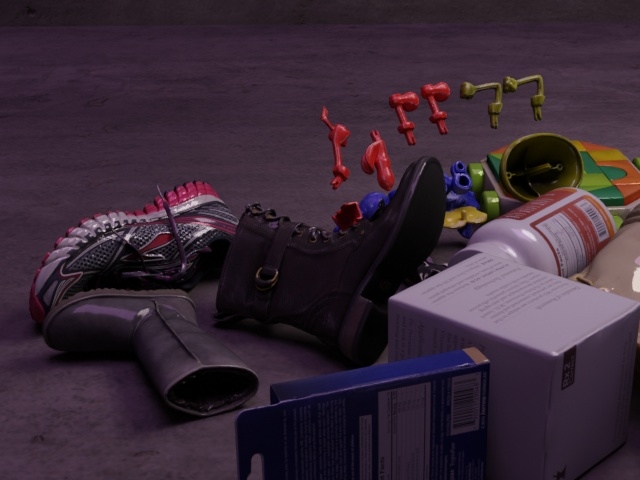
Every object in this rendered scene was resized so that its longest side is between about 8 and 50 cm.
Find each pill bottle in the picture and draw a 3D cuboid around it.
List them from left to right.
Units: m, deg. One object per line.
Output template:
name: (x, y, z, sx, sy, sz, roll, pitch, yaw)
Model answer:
pill bottle: (0.245, 0.021, 1.388, 0.121, 0.121, 0.216, 18, 29, 39)

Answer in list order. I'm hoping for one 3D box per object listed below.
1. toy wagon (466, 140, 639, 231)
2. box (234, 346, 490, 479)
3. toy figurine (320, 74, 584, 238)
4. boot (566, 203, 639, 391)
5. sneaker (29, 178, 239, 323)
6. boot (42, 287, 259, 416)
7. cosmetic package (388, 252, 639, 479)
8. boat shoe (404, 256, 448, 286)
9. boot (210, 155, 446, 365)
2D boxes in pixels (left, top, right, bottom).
toy wagon: (0.352, -0.058, 1.644, 0.267, 0.068, 0.344, -2, 22, -2)
box: (0.034, 0.174, 1.006, 0.225, 0.137, 0.036, -9, 24, -18)
toy figurine: (0.132, -0.072, 1.548, 0.362, 0.191, 0.217, -15, -15, -28)
boot: (0.360, 0.055, 1.223, 0.203, 0.095, 0.262, -42, 25, -14)
sneaker: (-0.215, 0.023, 1.429, 0.299, 0.121, 0.112, -28, 64, -34)
boot: (-0.184, 0.122, 1.251, 0.189, 0.076, 0.208, -11, 31, -18)
cosmetic package: (0.177, 0.121, 1.109, 0.183, 0.151, 0.151, 19, 30, 39)
boat shoe: (0.130, 0.045, 1.435, 0.038, 0.046, 0.125, -9, 21, -19)
boot: (0.000, 0.000, 1.331, 0.229, 0.263, 0.091, 22, -7, 34)
